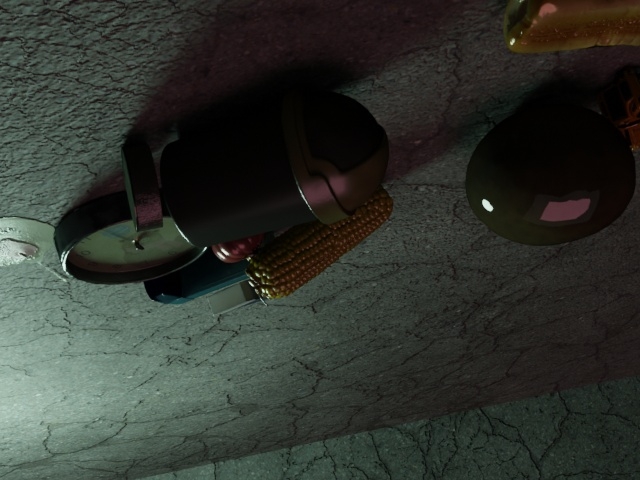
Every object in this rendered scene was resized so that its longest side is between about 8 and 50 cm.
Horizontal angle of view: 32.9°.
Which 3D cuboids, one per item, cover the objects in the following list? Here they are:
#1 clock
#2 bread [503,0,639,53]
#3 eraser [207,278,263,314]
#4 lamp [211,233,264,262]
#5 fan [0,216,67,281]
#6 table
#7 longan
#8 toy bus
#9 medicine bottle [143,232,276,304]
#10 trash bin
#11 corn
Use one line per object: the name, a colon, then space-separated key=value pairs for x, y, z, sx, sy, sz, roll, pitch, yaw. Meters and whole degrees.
clock: x=-0.330 y=-0.002 z=1.932 sx=0.281 sy=0.055 sz=0.280 roll=-13 pitch=157 yaw=-6
bread: x=0.408 y=-0.340 z=1.559 sx=0.305 sy=0.091 sz=0.142 roll=-7 pitch=148 yaw=-17
eraser: x=-0.137 y=0.104 z=2.210 sx=0.092 sy=0.046 sz=0.212 roll=-24 pitch=175 yaw=25
lamp: x=-0.150 y=-0.007 z=1.981 sx=0.107 sy=0.092 sz=0.107 roll=-40 pitch=-179 yaw=1
fan: x=-0.527 y=0.030 z=1.947 sx=0.182 sy=0.010 sz=0.310 roll=-19 pitch=156 yaw=10
table: x=-0.278 y=-0.081 z=1.687 sx=0.043 sy=0.133 sz=0.133 roll=-10 pitch=156 yaw=-13
longan: x=0.400 y=-0.112 z=1.879 sx=0.300 sy=0.243 sz=0.300 roll=1 pitch=178 yaw=0
toy bus: x=0.541 y=-0.224 z=1.907 sx=0.088 sy=0.083 sz=0.194 roll=-20 pitch=157 yaw=15
medicine bottle: x=-0.206 y=0.053 z=2.099 sx=0.258 sy=0.079 sz=0.124 roll=-20 pitch=161 yaw=11
trash bin: x=-0.059 y=-0.116 z=1.653 sx=0.334 sy=0.214 sz=0.214 roll=-14 pitch=158 yaw=19
corn: x=0.000 y=0.000 z=2.007 sx=0.305 sy=0.106 sz=0.106 roll=-35 pitch=154 yaw=4
